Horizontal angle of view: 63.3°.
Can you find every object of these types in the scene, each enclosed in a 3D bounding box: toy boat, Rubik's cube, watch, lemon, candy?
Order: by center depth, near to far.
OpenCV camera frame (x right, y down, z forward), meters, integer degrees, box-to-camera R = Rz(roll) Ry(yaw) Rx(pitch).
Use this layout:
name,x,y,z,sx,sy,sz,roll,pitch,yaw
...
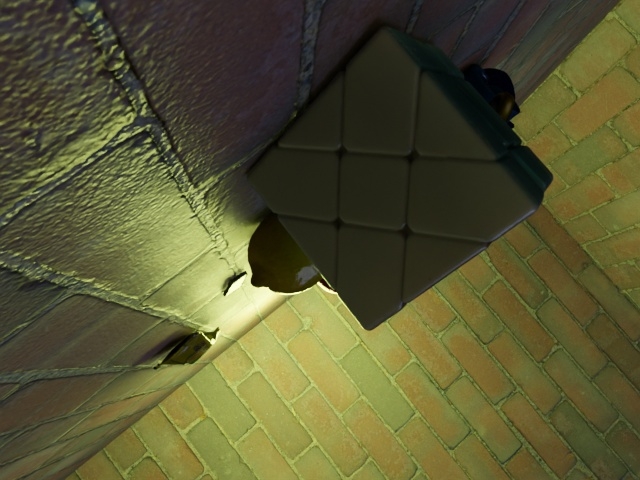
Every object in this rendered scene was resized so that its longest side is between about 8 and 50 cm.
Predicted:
name,x,y,z,sx,sy,sz,roll,pitch,yaw
Rubik's cube,0.140,-0.102,0.846,0.319,0.322,0.316,-42,171,29
lemon,-0.059,0.018,1.129,0.244,0.187,0.187,-39,173,-23
watch,0.412,-0.339,1.311,0.171,0.196,0.200,-55,173,30
toy boat,-0.247,0.126,1.501,0.063,0.016,0.115,-36,173,-31
candy,-0.436,0.365,1.752,0.187,0.081,0.297,-41,173,0

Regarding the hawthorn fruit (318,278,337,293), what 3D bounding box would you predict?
name,x,y,z,sx,sy,sz,roll,pitch,yaw
hawthorn fruit,0.086,0.069,1.888,0.287,0.287,0.330,-44,164,31

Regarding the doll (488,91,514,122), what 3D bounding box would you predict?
name,x,y,z,sx,sy,sz,roll,pitch,yaw
doll,0.241,-0.208,1.155,0.318,0.209,0.340,-42,171,-7
